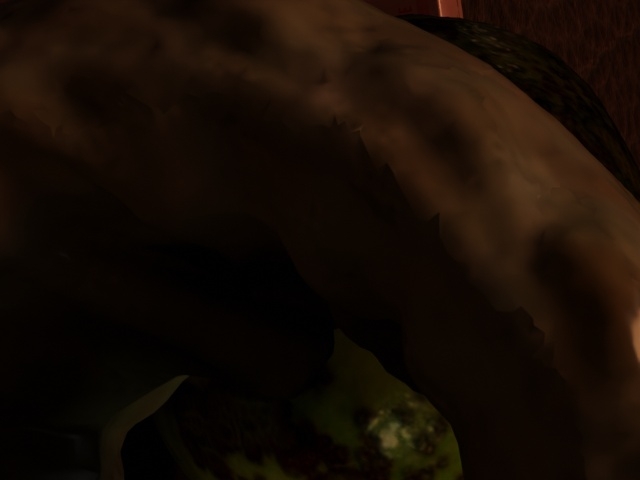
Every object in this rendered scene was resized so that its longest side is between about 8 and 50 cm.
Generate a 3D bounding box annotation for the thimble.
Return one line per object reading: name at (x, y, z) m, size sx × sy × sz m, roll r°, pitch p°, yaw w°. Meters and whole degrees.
thimble at (-0.014, 0.091, 0.428) m, size 0.195 × 0.291 × 0.292 m, roll 30°, pitch 55°, yaw -66°

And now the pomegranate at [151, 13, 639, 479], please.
pomegranate at (-0.007, 0.016, 0.654) m, size 0.276 × 0.222 × 0.204 m, roll 1°, pitch 100°, yaw -34°

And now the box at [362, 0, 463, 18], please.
box at (0.033, -0.063, 0.917) m, size 0.043 × 0.089 × 0.125 m, roll -22°, pitch 103°, yaw -70°
